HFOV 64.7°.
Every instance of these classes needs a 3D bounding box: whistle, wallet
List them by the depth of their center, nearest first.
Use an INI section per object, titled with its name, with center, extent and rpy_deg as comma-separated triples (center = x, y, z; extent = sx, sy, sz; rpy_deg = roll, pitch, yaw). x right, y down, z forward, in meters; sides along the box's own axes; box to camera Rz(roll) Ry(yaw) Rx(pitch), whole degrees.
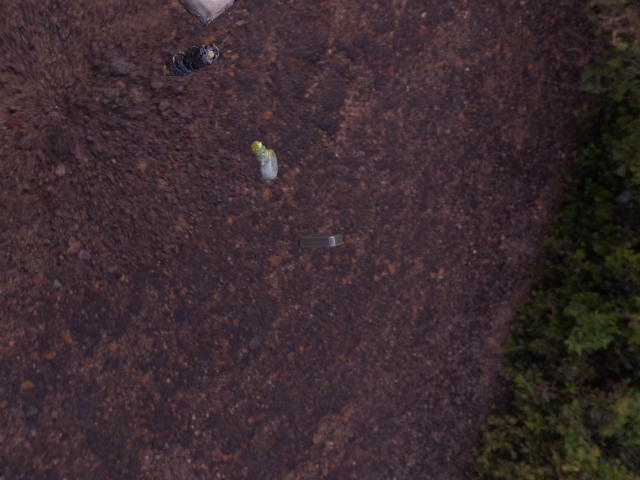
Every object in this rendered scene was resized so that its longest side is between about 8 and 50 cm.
[wallet]
center = -0.377, -0.739, 1.351
extent = 0.317, 0.044, 0.169
rpy_deg = 44, 60, -14
[whistle]
center = -0.192, -0.273, 1.695
extent = 0.057, 0.198, 0.104
rpy_deg = -2, 74, 12

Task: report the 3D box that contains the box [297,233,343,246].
[box]
center = 0.000, 0.000, 1.521
extent = 0.091, 0.126, 0.031
rpy_deg = -13, 101, -62

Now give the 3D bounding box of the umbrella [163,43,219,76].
[umbrella]
center = -0.219, -0.297, 0.836
extent = 0.037, 0.144, 0.040
rpy_deg = 30, 72, -41
